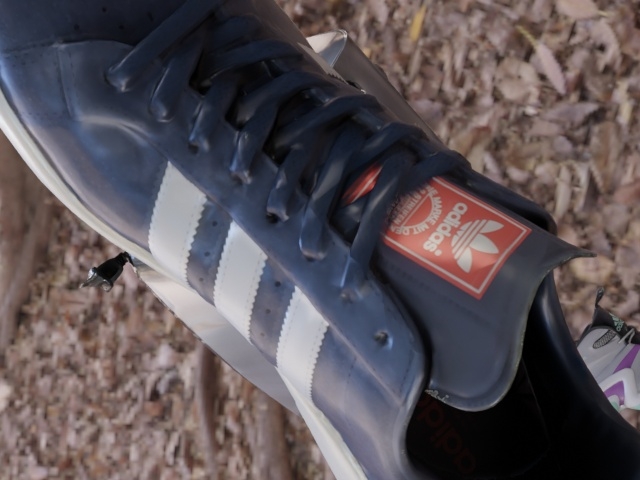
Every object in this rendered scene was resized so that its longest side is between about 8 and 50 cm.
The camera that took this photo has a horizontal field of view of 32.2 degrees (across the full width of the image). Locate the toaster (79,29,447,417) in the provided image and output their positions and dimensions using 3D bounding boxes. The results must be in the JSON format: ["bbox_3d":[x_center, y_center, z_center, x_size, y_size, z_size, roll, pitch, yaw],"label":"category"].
[{"bbox_3d":[0.000,0.000,0.610,0.110,0.168,0.186,-9,43,50],"label":"toaster"}]

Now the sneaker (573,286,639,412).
[{"bbox_3d":[0.169,0.054,0.593,0.098,0.038,0.069,-23,89,15],"label":"sneaker"}]

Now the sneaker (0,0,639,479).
[{"bbox_3d":[0.011,-0.012,0.419,0.131,0.350,0.148,-50,21,-24],"label":"sneaker"}]
